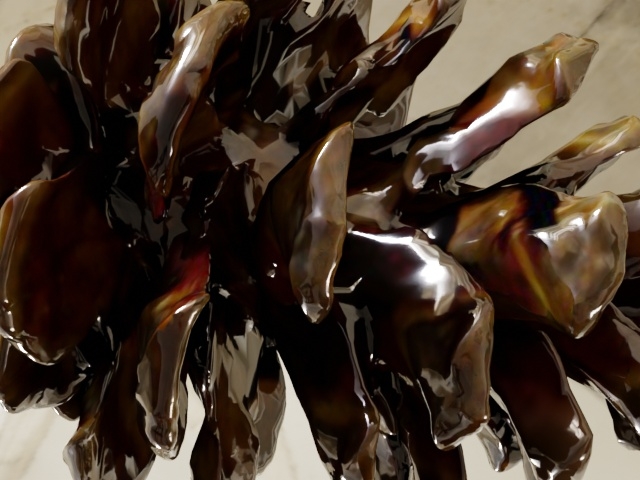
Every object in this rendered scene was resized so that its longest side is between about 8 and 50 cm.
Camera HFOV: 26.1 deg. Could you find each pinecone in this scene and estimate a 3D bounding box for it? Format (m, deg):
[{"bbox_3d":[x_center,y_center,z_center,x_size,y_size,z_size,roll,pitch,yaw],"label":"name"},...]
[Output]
[{"bbox_3d":[0.000,0.000,0.523,0.309,0.244,0.244,10,-60,14],"label":"pinecone"}]
